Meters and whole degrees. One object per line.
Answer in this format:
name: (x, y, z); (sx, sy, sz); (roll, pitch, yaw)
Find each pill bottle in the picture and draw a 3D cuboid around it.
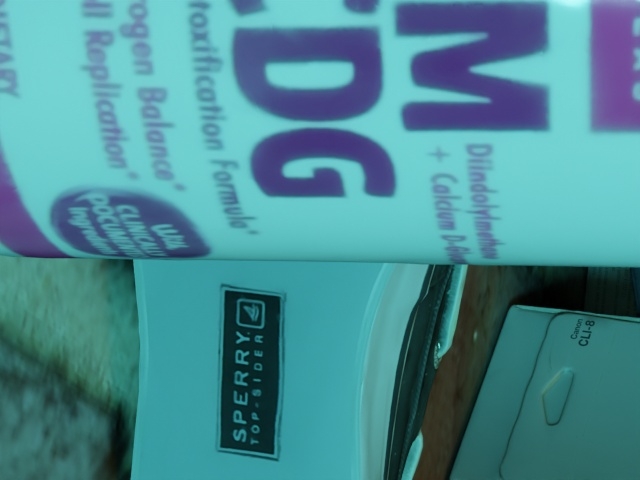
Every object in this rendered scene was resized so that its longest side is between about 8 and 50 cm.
pill bottle: (0.050, -0.073, 0.413); (0.160, 0.283, 0.160); (0, 90, -79)

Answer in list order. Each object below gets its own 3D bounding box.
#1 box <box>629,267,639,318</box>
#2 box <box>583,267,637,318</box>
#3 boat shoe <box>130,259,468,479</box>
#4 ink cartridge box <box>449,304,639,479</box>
box: (0.347, -0.027, 1.097); (0.293, 0.212, 0.395); (73, 30, -43)
box: (0.206, 0.088, 1.145); (0.063, 0.067, 0.324); (11, 84, -68)
boat shoe: (0.004, 0.001, 0.579); (0.105, 0.113, 0.306); (-40, 134, -68)
ink cartridge box: (0.160, 0.142, 0.964); (0.176, 0.127, 0.128); (70, 33, -44)
